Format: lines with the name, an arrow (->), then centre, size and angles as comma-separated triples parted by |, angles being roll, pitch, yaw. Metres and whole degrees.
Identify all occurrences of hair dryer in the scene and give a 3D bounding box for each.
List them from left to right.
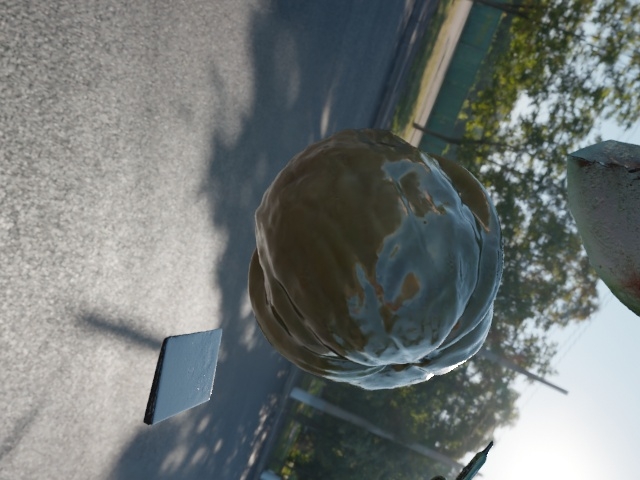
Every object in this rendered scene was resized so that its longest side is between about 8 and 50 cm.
hair dryer -> 0.248, 0.399, 0.965 | 0.150, 0.071, 0.047 | -45, -163, -15

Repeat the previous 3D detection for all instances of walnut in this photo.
walnut -> 0.056, 0.023, 0.621 | 0.285, 0.285, 0.296 | -64, 145, -18

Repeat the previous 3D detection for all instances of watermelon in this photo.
watermelon -> 0.565, -0.042, 0.877 | 0.213, 0.290, 0.319 | 82, 1, -68

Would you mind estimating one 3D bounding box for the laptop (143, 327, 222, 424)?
laptop -> -0.216, 0.212, 0.919 | 0.197, 0.016, 0.135 | 21, 80, -74
